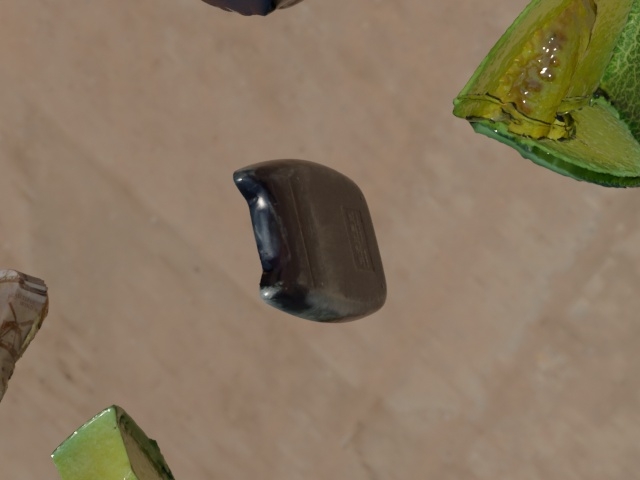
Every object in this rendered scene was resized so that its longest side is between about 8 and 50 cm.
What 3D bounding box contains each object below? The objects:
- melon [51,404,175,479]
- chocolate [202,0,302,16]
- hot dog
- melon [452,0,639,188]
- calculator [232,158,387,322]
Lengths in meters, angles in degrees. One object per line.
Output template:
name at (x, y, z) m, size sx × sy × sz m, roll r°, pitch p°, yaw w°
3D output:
melon at (-0.118, 0.229, 1.209) m, size 0.118 × 0.064 × 0.209 m, roll 57°, pitch -172°, yaw -65°
chocolate at (-0.085, -0.386, 1.734) m, size 0.340 × 0.210 × 0.225 m, roll 38°, pitch 155°, yaw 32°
hot dog at (-0.412, 0.142, 2.099) m, size 0.131 × 0.253 × 0.069 m, roll -9°, pitch 135°, yaw 32°
melon at (0.242, -0.144, 1.428) m, size 0.129 × 0.169 × 0.265 m, roll 32°, pitch 171°, yaw -17°
calculator at (0.000, 0.000, 1.809) m, size 0.268 × 0.040 × 0.177 m, roll 6°, pitch -112°, yaw -64°
